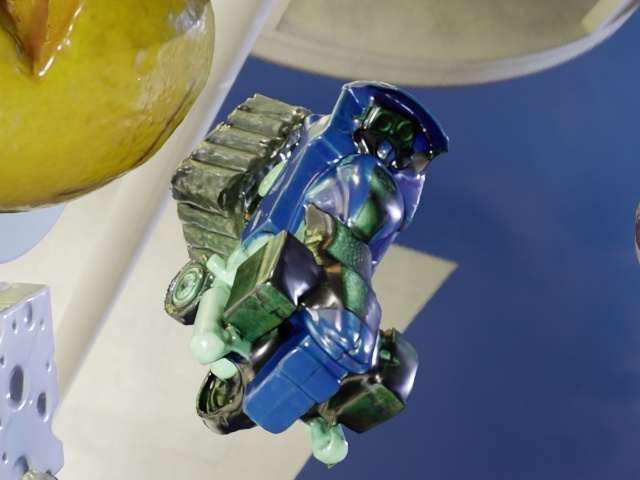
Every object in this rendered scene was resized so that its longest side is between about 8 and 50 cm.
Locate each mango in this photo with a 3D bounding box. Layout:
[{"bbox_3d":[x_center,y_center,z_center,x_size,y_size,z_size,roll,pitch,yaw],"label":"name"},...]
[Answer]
[{"bbox_3d":[-0.164,-0.092,0.504,0.262,0.167,0.130,-16,-130,-40],"label":"mango"}]

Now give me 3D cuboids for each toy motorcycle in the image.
[{"bbox_3d":[0.000,0.000,0.770,0.125,0.196,0.331,41,-152,-19],"label":"toy motorcycle"}]

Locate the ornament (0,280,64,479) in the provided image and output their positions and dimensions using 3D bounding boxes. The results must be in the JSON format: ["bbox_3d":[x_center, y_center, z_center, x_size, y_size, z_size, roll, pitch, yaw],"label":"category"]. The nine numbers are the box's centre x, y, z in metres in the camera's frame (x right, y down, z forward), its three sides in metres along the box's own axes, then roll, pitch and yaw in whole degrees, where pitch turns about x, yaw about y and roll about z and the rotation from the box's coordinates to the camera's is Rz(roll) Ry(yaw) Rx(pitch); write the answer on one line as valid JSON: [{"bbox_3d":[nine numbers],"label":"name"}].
[{"bbox_3d":[-0.455,0.188,1.248,0.240,0.239,0.239,2,-165,13],"label":"ornament"}]

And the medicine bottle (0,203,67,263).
[{"bbox_3d":[-0.420,-0.126,1.224,0.241,0.252,0.252,19,-127,15],"label":"medicine bottle"}]

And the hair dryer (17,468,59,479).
[{"bbox_3d":[-0.209,0.248,0.557,0.298,0.296,0.119,-37,-112,-10],"label":"hair dryer"}]

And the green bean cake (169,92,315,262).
[{"bbox_3d":[-0.063,-0.043,1.206,0.094,0.181,0.173,18,-132,31],"label":"green bean cake"}]

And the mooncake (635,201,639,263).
[{"bbox_3d":[0.307,-0.106,0.542,0.212,0.351,0.381,39,-144,-44],"label":"mooncake"}]
